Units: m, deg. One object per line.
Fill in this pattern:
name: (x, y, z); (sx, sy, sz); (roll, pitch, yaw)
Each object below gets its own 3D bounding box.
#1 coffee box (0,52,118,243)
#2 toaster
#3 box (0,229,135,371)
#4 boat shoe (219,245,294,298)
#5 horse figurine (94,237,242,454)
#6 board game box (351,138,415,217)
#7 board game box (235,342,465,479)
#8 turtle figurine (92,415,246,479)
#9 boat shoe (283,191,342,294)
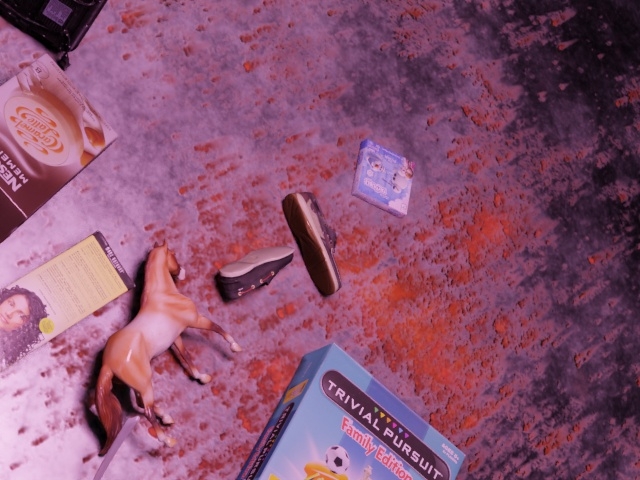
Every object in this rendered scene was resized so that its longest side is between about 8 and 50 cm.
coffee box: (-0.362, -0.103, 1.715); (0.141, 0.098, 0.246); (48, 31, -10)
toaster: (-0.342, -0.339, 1.831); (0.168, 0.185, 0.110); (33, 54, -11)
box: (-0.338, 0.080, 1.737); (0.232, 0.058, 0.087); (-36, 95, -39)
boat shoe: (-0.084, 0.040, 1.943); (0.133, 0.049, 0.042); (-27, 117, -45)
horse figurine: (-0.204, 0.141, 1.794); (0.174, 0.066, 0.263); (55, 49, -22)
board game box: (0.093, -0.091, 2.130); (0.090, 0.020, 0.090); (25, 61, -26)
board game box: (0.020, 0.342, 1.874); (0.254, 0.079, 0.336); (41, 54, -16)
turtle figurine: (-0.254, 0.343, 1.612); (0.266, 0.275, 0.198); (-24, 52, -35)
boat shoe: (0.000, 0.000, 2.006); (0.049, 0.056, 0.152); (-18, 83, -33)
